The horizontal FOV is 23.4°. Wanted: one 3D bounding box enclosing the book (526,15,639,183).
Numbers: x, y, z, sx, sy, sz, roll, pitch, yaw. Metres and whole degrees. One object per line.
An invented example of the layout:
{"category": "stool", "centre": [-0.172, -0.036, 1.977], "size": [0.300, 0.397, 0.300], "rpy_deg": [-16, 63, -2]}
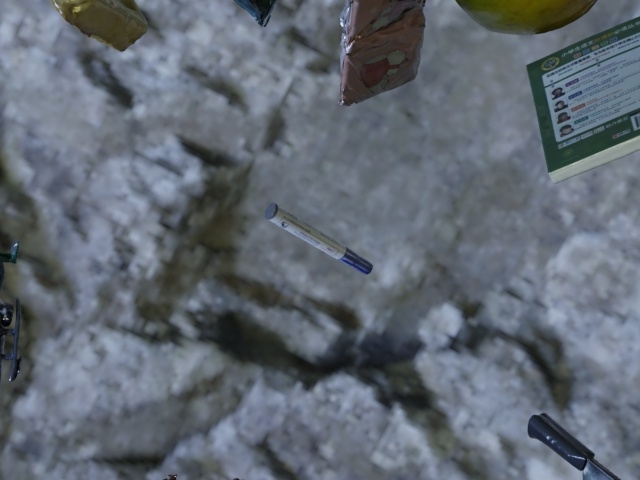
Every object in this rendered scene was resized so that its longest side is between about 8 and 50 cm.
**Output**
{"category": "book", "centre": [0.392, -0.200, 2.120], "size": [0.027, 0.202, 0.264], "rpy_deg": [55, -159, -34]}

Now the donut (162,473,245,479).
{"category": "donut", "centre": [-0.143, 0.357, 1.930], "size": [0.181, 0.146, 0.078], "rpy_deg": [14, -137, -25]}

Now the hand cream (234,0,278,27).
{"category": "hand cream", "centre": [-0.141, -0.367, 1.969], "size": [0.248, 0.075, 0.052], "rpy_deg": [33, -168, -31]}

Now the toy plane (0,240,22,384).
{"category": "toy plane", "centre": [-0.467, 0.108, 2.097], "size": [0.106, 0.155, 0.382], "rpy_deg": [7, -120, -18]}

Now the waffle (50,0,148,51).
{"category": "waffle", "centre": [-0.296, -0.346, 1.743], "size": [0.274, 0.057, 0.168], "rpy_deg": [61, -171, 14]}

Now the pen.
{"category": "pen", "centre": [0.000, 0.000, 2.130], "size": [0.204, 0.025, 0.025], "rpy_deg": [31, -173, -39]}

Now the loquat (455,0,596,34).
{"category": "loquat", "centre": [0.268, -0.357, 1.862], "size": [0.213, 0.246, 0.213], "rpy_deg": [41, -142, -42]}

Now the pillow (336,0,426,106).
{"category": "pillow", "centre": [0.082, -0.281, 2.079], "size": [0.135, 0.248, 0.049], "rpy_deg": [-28, -122, -22]}

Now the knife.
{"category": "knife", "centre": [0.283, 0.249, 1.552], "size": [0.028, 0.060, 0.230], "rpy_deg": [-14, -150, -26]}
